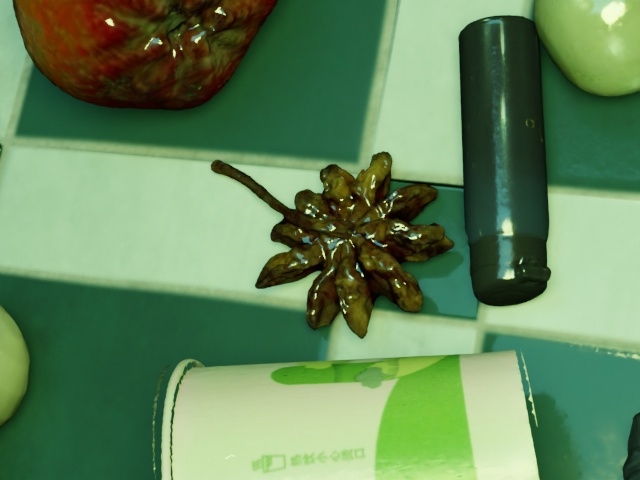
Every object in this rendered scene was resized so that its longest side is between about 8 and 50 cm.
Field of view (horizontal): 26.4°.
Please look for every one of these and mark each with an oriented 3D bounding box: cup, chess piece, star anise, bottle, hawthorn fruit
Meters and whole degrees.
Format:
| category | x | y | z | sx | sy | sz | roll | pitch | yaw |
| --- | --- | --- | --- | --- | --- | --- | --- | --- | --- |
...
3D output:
| category | x | y | z | sx | sy | sz | roll | pitch | yaw |
| --- | --- | --- | --- | --- | --- | --- | --- | --- | --- |
| cup | 0.034 | 0.197 | 1.043 | 0.274 | 0.253 | 0.253 | -8 | 72 | 7 |
| chess piece | 0.328 | -0.246 | 1.123 | 0.330 | 0.182 | 0.182 | -34 | 67 | 11 |
| star anise | -0.002 | 0.001 | 1.197 | 0.234 | 0.073 | 0.177 | -3 | 64 | 24 |
| bottle | 0.155 | -0.068 | 1.167 | 0.082 | 0.072 | 0.244 | -27 | 59 | 54 |
| hawthorn fruit | -0.173 | -0.267 | 1.258 | 0.254 | 0.254 | 0.300 | -36 | 43 | 4 |

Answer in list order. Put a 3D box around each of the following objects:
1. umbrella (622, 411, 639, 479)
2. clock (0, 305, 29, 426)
| category | x | y | z | sx | sy | sz | roll | pitch | yaw |
| --- | --- | --- | --- | --- | --- | --- | --- | --- | --- |
| umbrella | 0.245 | 0.242 | 1.060 | 0.071 | 0.071 | 0.248 | 19 | 87 | 21 |
| clock | -0.445 | 0.185 | 1.229 | 0.326 | 0.184 | 0.342 | 14 | 84 | 16 |
